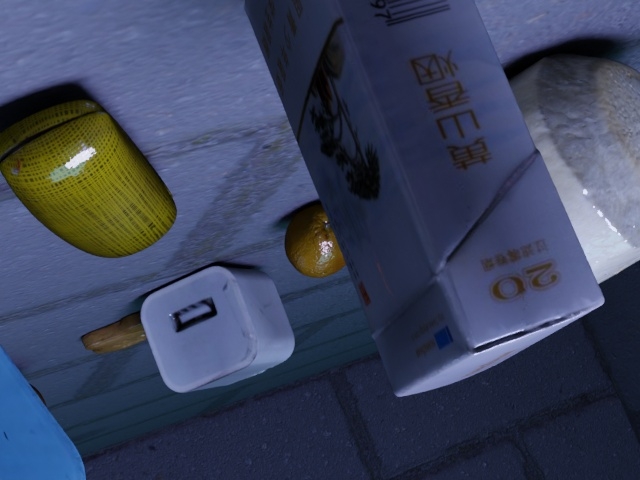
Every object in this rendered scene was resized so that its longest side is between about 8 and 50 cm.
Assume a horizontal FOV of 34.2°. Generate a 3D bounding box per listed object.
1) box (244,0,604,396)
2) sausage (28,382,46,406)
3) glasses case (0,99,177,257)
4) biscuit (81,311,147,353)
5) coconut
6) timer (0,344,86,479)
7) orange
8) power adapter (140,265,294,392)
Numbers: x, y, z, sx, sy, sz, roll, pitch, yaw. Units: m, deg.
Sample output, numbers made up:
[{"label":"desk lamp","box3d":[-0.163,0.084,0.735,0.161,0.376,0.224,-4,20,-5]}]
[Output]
[{"label":"box","box3d":[0.035,-0.051,0.487,0.067,0.233,0.149,-19,169,-10]},{"label":"sausage","box3d":[-0.403,0.198,1.218,0.112,0.112,0.328,-20,168,-5]},{"label":"glasses case","box3d":[-0.148,-0.033,0.687,0.079,0.064,0.234,-28,169,-3]},{"label":"biscuit","box3d":[-0.251,0.121,1.342,0.118,0.023,0.140,-13,167,-38]},{"label":"coconut","box3d":[0.202,-0.049,0.923,0.202,0.202,0.222,-9,162,-48]},{"label":"timer","box3d":[-0.281,0.121,0.572,0.232,0.250,0.091,-33,165,-24]},{"label":"orange","box3d":[0.000,0.000,1.091,0.085,0.085,0.085,-20,169,-4]},{"label":"power adapter","box3d":[-0.109,0.107,1.272,0.130,0.125,0.205,-25,170,13]}]
